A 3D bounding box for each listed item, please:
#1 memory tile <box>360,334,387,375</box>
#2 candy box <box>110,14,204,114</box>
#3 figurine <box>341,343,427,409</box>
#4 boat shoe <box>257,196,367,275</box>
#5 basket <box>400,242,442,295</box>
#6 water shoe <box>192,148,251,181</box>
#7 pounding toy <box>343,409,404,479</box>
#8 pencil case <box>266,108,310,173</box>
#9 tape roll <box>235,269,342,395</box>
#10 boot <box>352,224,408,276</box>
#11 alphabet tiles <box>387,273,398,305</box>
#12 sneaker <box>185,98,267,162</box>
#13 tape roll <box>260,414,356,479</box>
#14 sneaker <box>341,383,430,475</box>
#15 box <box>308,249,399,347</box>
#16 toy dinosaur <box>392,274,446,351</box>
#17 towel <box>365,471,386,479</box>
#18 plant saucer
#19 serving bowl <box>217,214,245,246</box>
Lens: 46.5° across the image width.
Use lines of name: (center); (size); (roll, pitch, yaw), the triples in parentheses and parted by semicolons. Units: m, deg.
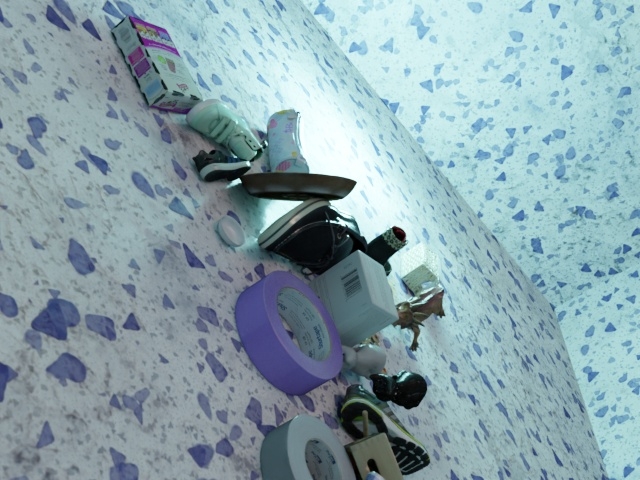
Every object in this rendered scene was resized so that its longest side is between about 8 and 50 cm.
memory tile: (0.141, 0.303, 2.070); (0.113, 0.012, 0.148); (35, 31, -40)
candy box: (-0.411, -0.439, 1.883); (0.234, 0.071, 0.159); (61, 23, 12)
figurine: (0.133, 0.323, 1.825); (0.214, 0.092, 0.209); (33, 4, 30)
boat shoe: (0.000, 0.000, 1.981); (0.156, 0.186, 0.500); (56, 17, 15)
basket: (0.353, 0.099, 2.630); (0.103, 0.113, 0.167); (45, 25, -19)
water shoe: (-0.245, -0.200, 1.893); (0.080, 0.073, 0.203); (57, 22, 8)
pounding toy: (0.094, 0.475, 1.638); (0.206, 0.094, 0.181); (116, -46, -73)
pencil case: (-0.095, -0.279, 2.230); (0.113, 0.124, 0.273); (40, 29, -35)
tape roll: (-0.068, 0.207, 1.689); (0.275, 0.090, 0.275); (45, 25, -27)
boot: (0.202, 0.040, 2.266); (0.236, 0.178, 0.085); (18, 44, -55)
alphabet tiles: (0.154, 0.098, 2.355); (0.278, 0.021, 0.284); (42, 27, -32)
sneaker: (-0.238, -0.280, 1.960); (0.151, 0.094, 0.256); (51, 18, 21)
tape roll: (-0.020, 0.459, 1.474); (0.219, 0.072, 0.219); (44, 25, -27)
sneaker: (0.162, 0.453, 1.803); (0.300, 0.111, 0.121); (49, 20, -23)
box: (0.084, 0.156, 1.936); (0.119, 0.181, 0.181); (33, 32, -40)
toy dinosaur: (0.308, 0.202, 2.275); (0.127, 0.295, 0.200); (39, -25, 22)
towel: (0.112, 0.619, 1.433); (0.209, 0.034, 0.285); (47, 49, -20)
plant saucer: (-0.058, -0.136, 1.954); (0.310, 0.310, 0.050); (5, 86, -62)
serving bowl: (-0.215, -0.018, 1.769); (0.083, 0.027, 0.083); (43, 26, -27)
